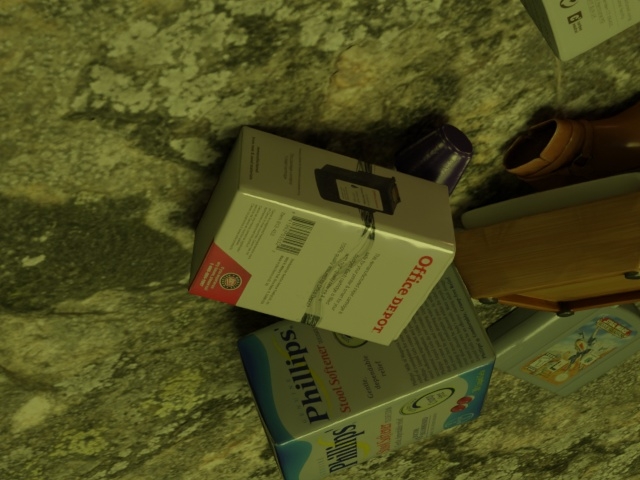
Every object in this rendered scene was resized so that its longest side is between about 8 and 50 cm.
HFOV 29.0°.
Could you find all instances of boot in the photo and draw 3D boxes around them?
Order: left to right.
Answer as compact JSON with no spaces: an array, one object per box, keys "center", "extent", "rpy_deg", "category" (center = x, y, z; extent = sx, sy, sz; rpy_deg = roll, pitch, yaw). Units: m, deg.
[{"center":[0.320,-0.121,1.440],"extent":[0.152,0.073,0.197],"rpy_deg":[19,124,-40],"category":"boot"}]

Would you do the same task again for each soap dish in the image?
[{"center":[0.331,0.013,1.493],"extent":[0.229,0.118,0.291],"rpy_deg":[12,162,-42],"category":"soap dish"}]

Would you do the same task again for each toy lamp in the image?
[{"center":[0.069,-0.025,1.405],"extent":[0.080,0.080,0.275],"rpy_deg":[10,134,-41],"category":"toy lamp"}]

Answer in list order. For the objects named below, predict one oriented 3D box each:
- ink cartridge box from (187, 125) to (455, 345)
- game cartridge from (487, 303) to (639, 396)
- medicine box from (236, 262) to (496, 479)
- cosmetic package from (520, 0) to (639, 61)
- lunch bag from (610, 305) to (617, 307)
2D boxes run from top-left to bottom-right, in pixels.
[{"center":[0.000,0.000,1.305],"extent":[0.237,0.100,0.172],"rpy_deg":[16,135,-15],"category":"ink cartridge box"},{"center":[0.387,0.148,1.888],"extent":[0.198,0.062,0.297],"rpy_deg":[-34,147,23],"category":"game cartridge"},{"center":[0.058,0.179,1.589],"extent":[0.289,0.149,0.263],"rpy_deg":[-21,158,-6],"category":"medicine box"},{"center":[0.211,-0.284,1.024],"extent":[0.151,0.184,0.151],"rpy_deg":[-29,148,7],"category":"cosmetic package"},{"center":[0.390,0.048,1.713],"extent":[0.053,0.083,0.071],"rpy_deg":[-29,147,8],"category":"lunch bag"}]
